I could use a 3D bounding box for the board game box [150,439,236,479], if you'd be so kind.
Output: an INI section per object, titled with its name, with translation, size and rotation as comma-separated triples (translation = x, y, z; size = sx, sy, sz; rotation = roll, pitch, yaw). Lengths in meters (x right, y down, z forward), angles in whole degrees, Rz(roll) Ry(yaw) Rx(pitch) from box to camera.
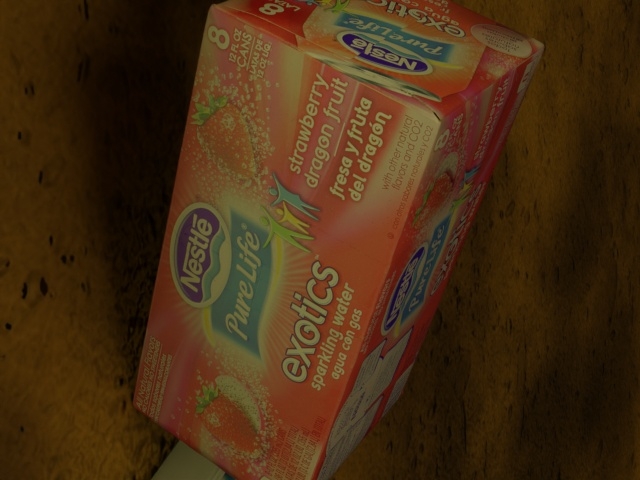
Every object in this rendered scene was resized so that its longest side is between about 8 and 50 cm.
[board game box]
translation = -0.095, 0.274, 0.676
size = 0.305, 0.053, 0.193
rotation = -53, 136, -42

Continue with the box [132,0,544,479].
[box]
translation = 0.000, 0.000, 0.614
size = 0.154, 0.142, 0.300
rotation = -39, 153, -49
